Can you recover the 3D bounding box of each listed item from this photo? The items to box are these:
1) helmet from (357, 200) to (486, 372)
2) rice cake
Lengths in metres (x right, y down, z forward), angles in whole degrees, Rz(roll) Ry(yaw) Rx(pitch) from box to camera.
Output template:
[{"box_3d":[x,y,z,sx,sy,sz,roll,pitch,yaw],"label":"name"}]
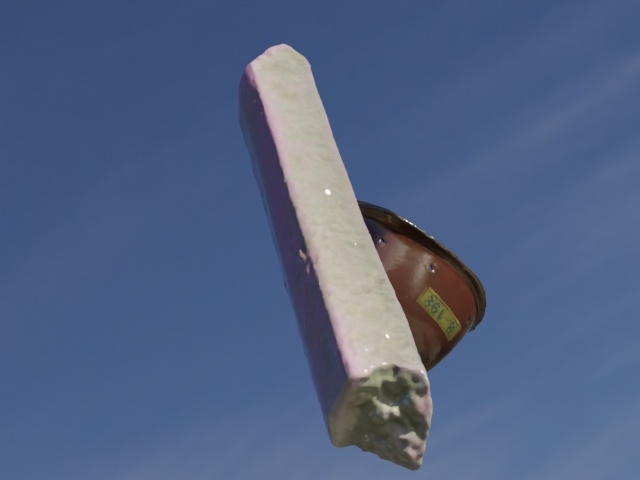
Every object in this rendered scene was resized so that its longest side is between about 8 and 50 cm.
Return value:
[{"box_3d":[0.050,0.059,1.558,0.106,0.155,0.175,-58,-42,-35],"label":"helmet"},{"box_3d":[0.000,0.000,1.143,0.056,0.365,0.072,-2,-50,-14],"label":"rice cake"}]
